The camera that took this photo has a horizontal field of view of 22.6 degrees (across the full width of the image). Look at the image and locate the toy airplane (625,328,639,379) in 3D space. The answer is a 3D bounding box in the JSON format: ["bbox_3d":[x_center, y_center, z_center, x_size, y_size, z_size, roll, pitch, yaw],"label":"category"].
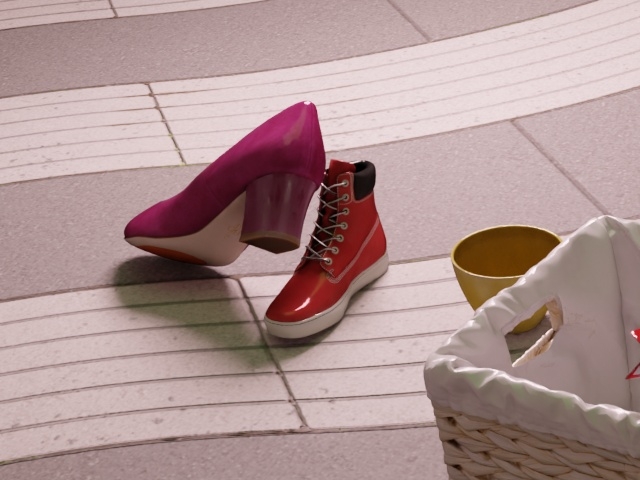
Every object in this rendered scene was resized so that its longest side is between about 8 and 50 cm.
[{"bbox_3d":[0.317,0.084,1.299,0.151,0.028,0.151,-6,29,4],"label":"toy airplane"}]

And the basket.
[{"bbox_3d":[0.317,0.175,1.446,0.331,0.266,0.328,14,34,36],"label":"basket"}]

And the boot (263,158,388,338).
[{"bbox_3d":[0.000,0.000,1.987,0.088,0.176,0.244,10,33,29],"label":"boot"}]

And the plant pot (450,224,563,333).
[{"bbox_3d":[0.225,0.053,1.905,0.134,0.095,0.134,-6,27,3],"label":"plant pot"}]

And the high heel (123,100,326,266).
[{"bbox_3d":[-0.124,-0.068,2.075,0.127,0.181,0.377,23,-18,-39],"label":"high heel"}]
